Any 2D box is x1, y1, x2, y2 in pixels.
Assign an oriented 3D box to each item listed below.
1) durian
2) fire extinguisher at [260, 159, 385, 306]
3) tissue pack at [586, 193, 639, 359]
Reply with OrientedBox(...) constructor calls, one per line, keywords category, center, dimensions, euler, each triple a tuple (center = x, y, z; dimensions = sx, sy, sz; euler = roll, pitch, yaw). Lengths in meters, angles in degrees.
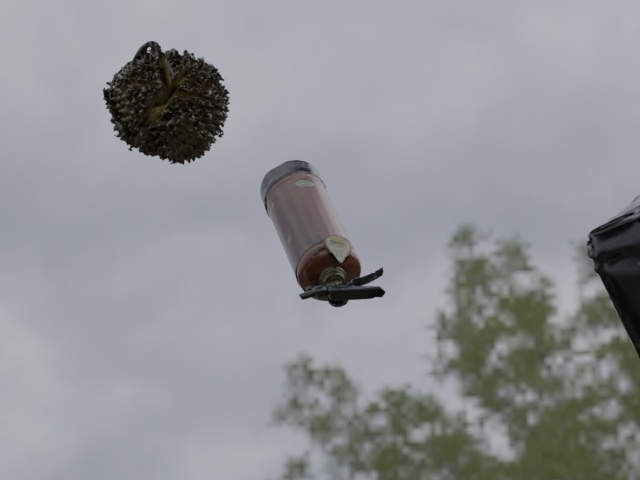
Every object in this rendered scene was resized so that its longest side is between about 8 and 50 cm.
OrientedBox(category="durian", center=(-0.093, -0.085, 1.187), dimensions=(0.080, 0.080, 0.091), euler=(-10, -13, 18))
OrientedBox(category="fire extinguisher", center=(0.000, 0.000, 1.356), dimensions=(0.062, 0.177, 0.050), euler=(-15, -58, -7))
OrientedBox(category="tissue pack", center=(0.346, 0.007, 0.986), dimensions=(0.370, 0.210, 0.198), euler=(-25, 4, 21))
